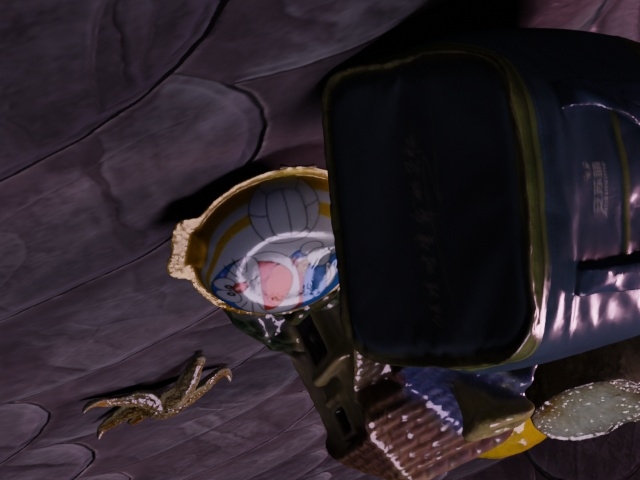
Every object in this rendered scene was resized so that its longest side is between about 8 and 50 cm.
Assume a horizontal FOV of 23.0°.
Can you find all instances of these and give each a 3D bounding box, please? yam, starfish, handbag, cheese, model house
[{"bbox_3d":[0.310,0.099,1.947,0.161,0.268,0.161,-8,155,-4],"label":"yam"},{"bbox_3d":[-0.201,0.193,1.915,0.217,0.050,0.223,0,149,-38],"label":"starfish"},{"bbox_3d":[0.155,-0.034,1.226,0.222,0.263,0.241,-2,-174,42],"label":"handbag"},{"bbox_3d":[0.000,0.000,1.378,0.270,0.069,0.177,-3,133,-20],"label":"cheese"},{"bbox_3d":[0.078,0.100,1.574,0.261,0.266,0.321,-21,165,-24],"label":"model house"}]

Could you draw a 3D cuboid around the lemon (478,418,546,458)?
[{"bbox_3d":[0.235,0.178,2.134,0.288,0.233,0.233,-18,164,-30],"label":"lemon"}]
